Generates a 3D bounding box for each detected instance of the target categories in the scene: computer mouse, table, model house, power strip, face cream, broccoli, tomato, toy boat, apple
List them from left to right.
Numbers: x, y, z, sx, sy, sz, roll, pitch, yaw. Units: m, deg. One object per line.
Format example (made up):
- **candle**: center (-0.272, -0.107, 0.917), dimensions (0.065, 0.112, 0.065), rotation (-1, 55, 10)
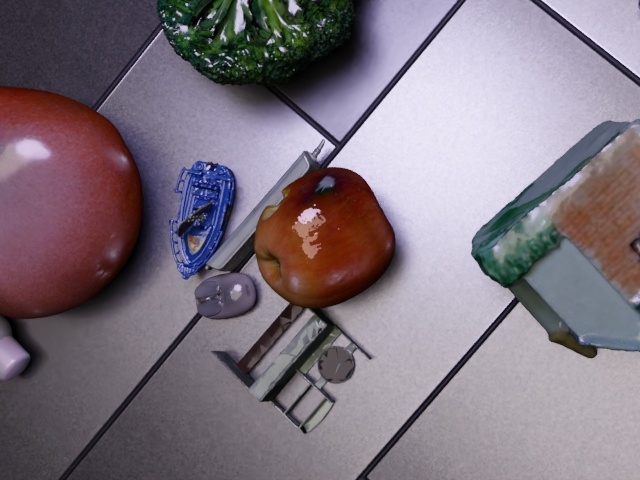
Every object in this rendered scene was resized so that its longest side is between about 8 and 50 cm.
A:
- **face cream**: center (-0.544, 0.105, 1.816), dimensions (0.269, 0.082, 0.082), rotation (44, 97, 12)
- **tomato**: center (-0.432, -0.056, 1.698), dimensions (0.341, 0.273, 0.342), rotation (-1, 86, 13)
- **toy boat**: center (-0.181, -0.030, 1.720), dimensions (0.091, 0.110, 0.175), rotation (13, 92, 14)
- **computer mouse**: center (-0.140, 0.081, 1.739), dimensions (0.096, 0.039, 0.066), rotation (-11, 84, 13)
- **broccoli**: center (-0.098, -0.353, 1.633), dimensions (0.297, 0.297, 0.298), rotation (-11, 54, 15)
- **power strip**: center (-0.073, -0.045, 1.719), dimensions (0.027, 0.060, 0.253), rotation (43, 97, 13)
- **table**: center (-0.040, 0.164, 1.700), dimensions (0.175, 0.062, 0.146), rotation (42, 97, 15)
- **apple**: center (0.000, 0.000, 1.637), dimensions (0.199, 0.199, 0.199), rotation (-1, 87, 14)
- **model house**: center (0.394, 0.046, 1.561), dimensions (0.267, 0.194, 0.325), rotation (-42, 92, 6)

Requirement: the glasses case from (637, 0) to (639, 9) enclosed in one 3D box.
- **glasses case**: center (0.538, -0.279, 1.580), dimensions (0.248, 0.065, 0.087), rotation (32, 97, 12)
